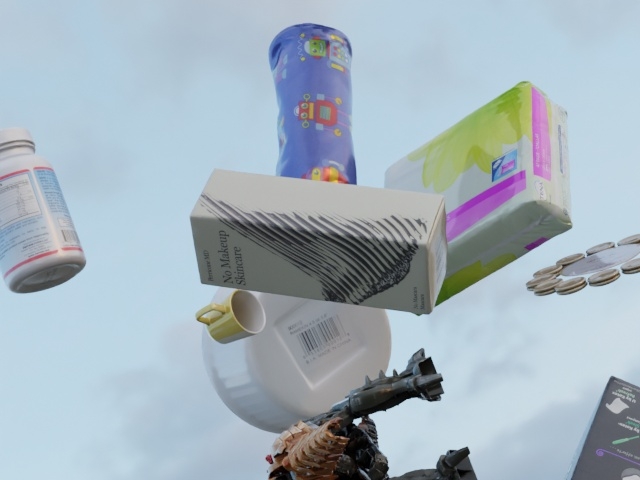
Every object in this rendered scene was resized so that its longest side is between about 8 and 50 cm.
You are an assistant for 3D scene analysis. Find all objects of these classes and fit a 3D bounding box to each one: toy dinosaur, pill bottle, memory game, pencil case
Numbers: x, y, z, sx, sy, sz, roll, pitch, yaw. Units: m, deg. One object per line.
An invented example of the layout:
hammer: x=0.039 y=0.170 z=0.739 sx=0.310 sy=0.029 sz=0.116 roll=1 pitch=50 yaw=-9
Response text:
toy dinosaur: x=0.029 y=0.217 z=1.467 sx=0.218 sy=0.164 sz=0.322 roll=-19 pitch=4 yaw=-2
pill bottle: x=-0.307 y=-0.032 z=1.615 sx=0.087 sy=0.160 sz=0.087 roll=-20 pitch=-14 yaw=-5
memory game: x=0.322 y=0.026 z=1.766 sx=0.186 sy=0.012 sz=0.186 roll=-19 pitch=8 yaw=3
pencil case: x=-0.012 y=-0.139 z=2.089 sx=0.119 sy=0.306 sz=0.133 roll=5 pitch=-29 yaw=-9

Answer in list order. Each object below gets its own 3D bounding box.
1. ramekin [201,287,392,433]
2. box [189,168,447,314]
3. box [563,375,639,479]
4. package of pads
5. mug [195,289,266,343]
ramekin: x=-0.027 y=0.151 z=2.346 sx=0.277 sy=0.277 sz=0.135 roll=-16 pitch=-1 yaw=-27
box: x=0.000 y=0.000 z=1.746 sx=0.275 sy=0.094 sz=0.113 roll=6 pitch=-49 yaw=15
box: x=0.316 y=0.307 z=1.651 sx=0.165 sy=0.143 sz=0.270 roll=101 pitch=-165 yaw=-46
package of pads: x=0.207 y=-0.061 z=2.132 sx=0.101 sy=0.229 sz=0.296 roll=32 pitch=-46 yaw=-30
mug: x=-0.118 y=0.097 z=1.984 sx=0.064 sy=0.078 sz=0.062 roll=-30 pitch=25 yaw=35
